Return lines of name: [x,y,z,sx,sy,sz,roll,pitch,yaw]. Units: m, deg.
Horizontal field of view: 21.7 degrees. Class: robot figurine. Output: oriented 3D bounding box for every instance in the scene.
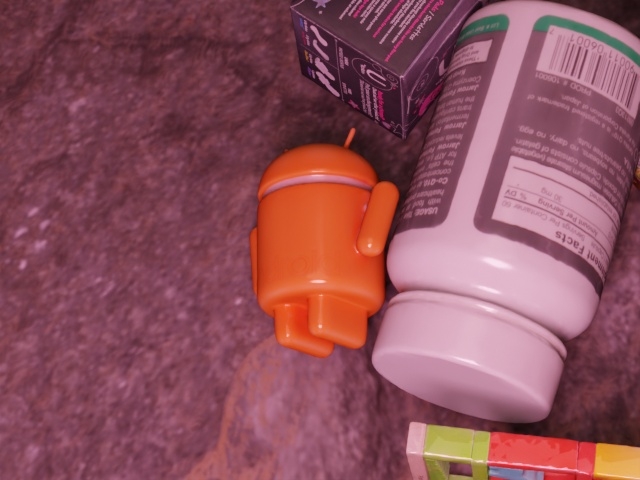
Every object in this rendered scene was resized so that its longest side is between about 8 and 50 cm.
robot figurine: [0.002,0.000,1.624,0.128,0.158,0.219,3,68,-9]

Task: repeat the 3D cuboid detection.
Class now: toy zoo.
toy zoo: [0.228,0.215,1.476,0.293,0.192,0.030,5,69,10]

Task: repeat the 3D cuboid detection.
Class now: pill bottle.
pill bottle: [0.181,-0.026,1.571,0.204,0.204,0.361,15,71,13]

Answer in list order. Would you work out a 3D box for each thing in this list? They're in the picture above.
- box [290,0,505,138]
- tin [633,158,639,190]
box: [0.102,-0.256,1.694,0.142,0.163,0.247,35,76,15]
tin: [0.395,-0.100,1.665,0.190,0.040,0.106,-18,64,0]
